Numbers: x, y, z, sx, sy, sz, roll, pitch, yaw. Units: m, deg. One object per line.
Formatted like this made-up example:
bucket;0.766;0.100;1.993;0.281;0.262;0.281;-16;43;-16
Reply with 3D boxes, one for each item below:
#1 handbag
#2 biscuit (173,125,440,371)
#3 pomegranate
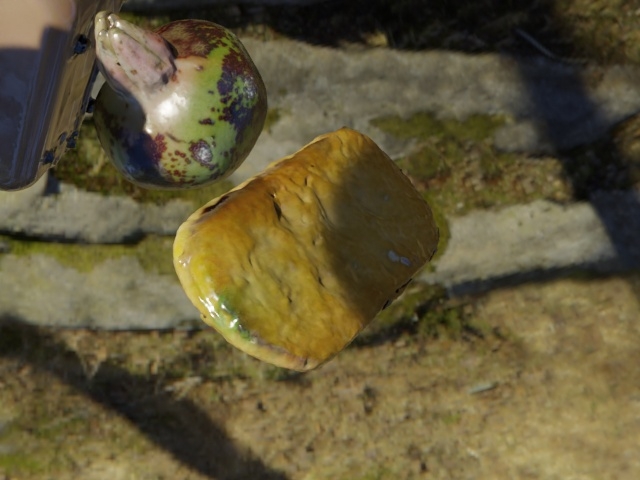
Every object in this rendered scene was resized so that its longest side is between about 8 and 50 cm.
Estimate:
handbag;-0.337;-0.214;1.038;0.283;0.149;0.302;26;140;-4
biscuit;0.000;0.000;0.697;0.118;0.247;0.029;49;126;3
pomegranate;-0.120;-0.115;0.850;0.138;0.125;0.163;-44;118;-2
